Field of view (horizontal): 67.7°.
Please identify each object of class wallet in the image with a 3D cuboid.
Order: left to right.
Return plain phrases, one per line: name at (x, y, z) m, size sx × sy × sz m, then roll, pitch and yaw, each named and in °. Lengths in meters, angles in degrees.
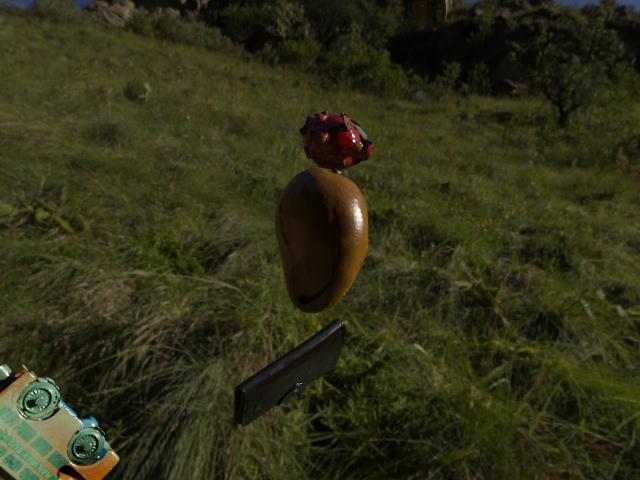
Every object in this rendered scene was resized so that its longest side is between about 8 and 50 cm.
wallet at (-0.068, 0.322, 1.149) m, size 0.045 × 0.318 × 0.173 m, roll 38°, pitch -44°, yaw 32°

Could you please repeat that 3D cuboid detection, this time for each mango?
mango at (0.000, 0.000, 0.776) m, size 0.136 × 0.236 × 0.166 m, roll 4°, pitch 5°, yaw -36°

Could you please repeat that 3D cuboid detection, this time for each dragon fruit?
dragon fruit at (0.032, -0.208, 1.039) m, size 0.165 × 0.133 × 0.136 m, roll 22°, pitch 1°, yaw 10°

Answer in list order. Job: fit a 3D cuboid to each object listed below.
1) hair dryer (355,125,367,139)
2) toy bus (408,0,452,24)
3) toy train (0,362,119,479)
hair dryer at (0.073, -0.263, 1.375) m, size 0.047 × 0.150 × 0.071 m, roll 25°, pitch -3°, yaw 46°
toy bus at (0.258, -0.602, 1.106) m, size 0.103 × 0.182 × 0.091 m, roll 6°, pitch -11°, yaw 17°
toy train at (-0.334, 0.230, 0.567) m, size 0.072 × 0.099 × 0.188 m, roll -4°, pitch -54°, yaw 56°
